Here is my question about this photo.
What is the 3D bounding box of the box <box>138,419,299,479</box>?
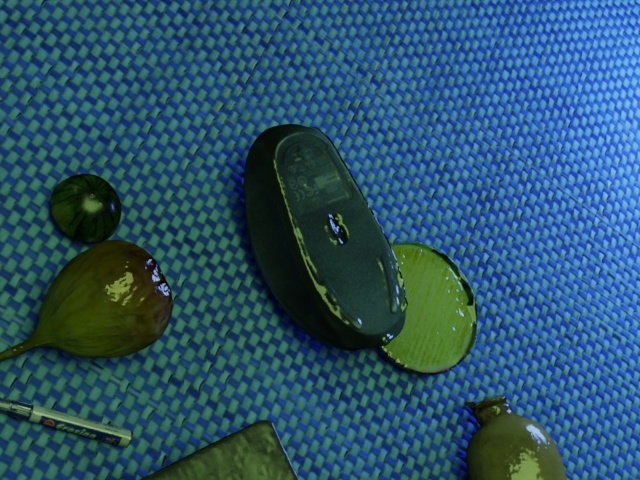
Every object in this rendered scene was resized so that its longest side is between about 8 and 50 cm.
[{"bbox_3d":[-0.160,0.378,1.643,0.273,0.143,0.184,-22,83,-35],"label":"box"}]

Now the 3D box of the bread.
[{"bbox_3d":[0.157,0.109,2.014,0.228,0.033,0.228,12,66,-28],"label":"bread"}]

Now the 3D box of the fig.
[{"bbox_3d":[-0.329,0.102,1.673,0.257,0.159,0.159,-29,87,-15],"label":"fig"}]

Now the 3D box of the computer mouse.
[{"bbox_3d":[0.000,0.001,1.913,0.203,0.114,0.374,-19,82,-38],"label":"computer mouse"}]

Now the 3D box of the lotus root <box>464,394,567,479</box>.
[{"bbox_3d":[0.309,0.383,1.932,0.146,0.131,0.303,-7,74,-34],"label":"lotus root"}]

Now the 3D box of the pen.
[{"bbox_3d":[-0.347,0.239,1.658,0.204,0.025,0.025,20,62,-23],"label":"pen"}]

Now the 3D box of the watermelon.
[{"bbox_3d":[-0.325,-0.051,1.767,0.105,0.062,0.105,16,59,-28],"label":"watermelon"}]
